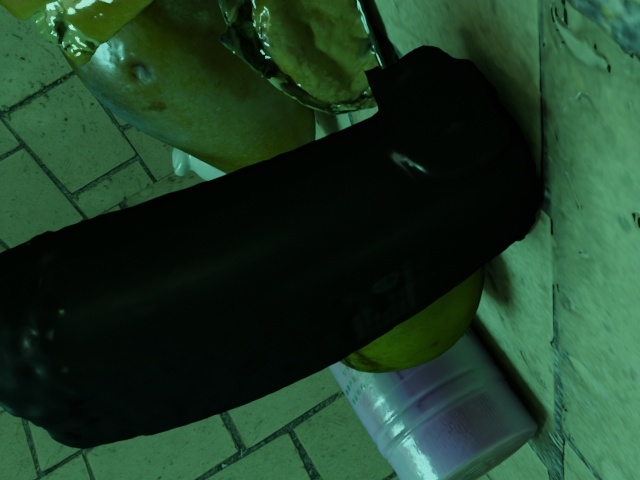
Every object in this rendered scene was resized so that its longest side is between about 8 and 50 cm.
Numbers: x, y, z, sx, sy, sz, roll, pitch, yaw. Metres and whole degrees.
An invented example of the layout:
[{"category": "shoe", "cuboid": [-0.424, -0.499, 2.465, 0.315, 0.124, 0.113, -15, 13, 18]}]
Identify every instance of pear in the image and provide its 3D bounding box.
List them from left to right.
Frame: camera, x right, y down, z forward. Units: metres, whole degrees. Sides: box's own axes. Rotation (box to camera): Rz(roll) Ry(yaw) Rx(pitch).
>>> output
[{"category": "pear", "cuboid": [0.057, 0.035, 0.651, 0.149, 0.162, 0.149, 47, 170, 11]}]

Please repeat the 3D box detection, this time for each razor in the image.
[{"category": "razor", "cuboid": [-0.032, 0.019, 0.471, 0.189, 0.327, 0.107, 69, 176, -61]}]

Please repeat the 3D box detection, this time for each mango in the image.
[{"category": "mango", "cuboid": [-0.121, -0.182, 0.828, 0.221, 0.199, 0.384, 24, 166, 43]}]

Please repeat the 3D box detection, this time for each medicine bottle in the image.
[{"category": "medicine bottle", "cuboid": [0.094, 0.131, 0.831, 0.254, 0.152, 0.152, 57, 174, 26]}]

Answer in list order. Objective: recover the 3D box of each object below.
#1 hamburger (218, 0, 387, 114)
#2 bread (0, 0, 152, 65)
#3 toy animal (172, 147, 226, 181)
[{"category": "hamburger", "cuboid": [-0.023, -0.164, 0.579, 0.087, 0.102, 0.176, -106, -10, -58]}, {"category": "bread", "cuboid": [-0.172, -0.260, 0.511, 0.239, 0.246, 0.111, 47, -137, -26]}, {"category": "toy animal", "cuboid": [-0.121, -0.073, 1.311, 0.183, 0.247, 0.309, -22, 77, 57]}]
